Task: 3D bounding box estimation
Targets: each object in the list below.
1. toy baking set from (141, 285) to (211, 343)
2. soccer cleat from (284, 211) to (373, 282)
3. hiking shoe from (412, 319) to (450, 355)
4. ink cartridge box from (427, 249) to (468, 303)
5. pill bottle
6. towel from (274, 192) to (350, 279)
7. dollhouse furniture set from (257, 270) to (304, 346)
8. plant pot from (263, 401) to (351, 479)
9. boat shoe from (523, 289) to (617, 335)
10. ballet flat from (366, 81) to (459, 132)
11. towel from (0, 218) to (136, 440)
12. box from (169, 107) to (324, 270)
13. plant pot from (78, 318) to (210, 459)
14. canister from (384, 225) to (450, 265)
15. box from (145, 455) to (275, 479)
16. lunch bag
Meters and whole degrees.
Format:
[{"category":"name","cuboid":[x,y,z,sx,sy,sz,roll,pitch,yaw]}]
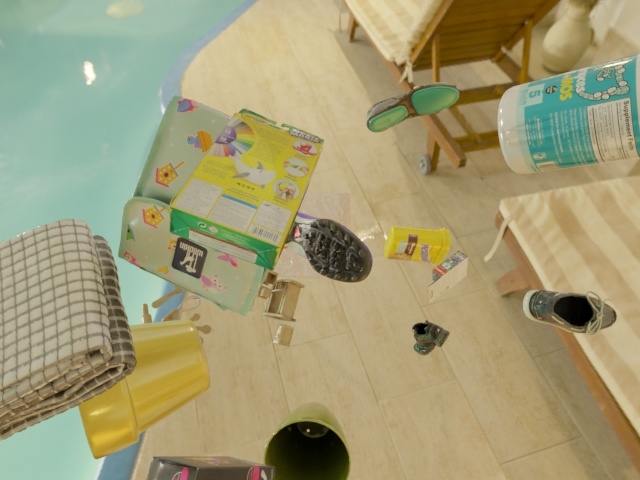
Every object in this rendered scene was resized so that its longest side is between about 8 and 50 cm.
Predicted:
[{"category":"toy baking set","cuboid":[-0.449,0.243,1.356,0.197,0.030,0.256,-4,54,-35]},{"category":"soccer cleat","cuboid":[0.000,0.000,0.919,0.318,0.108,0.116,22,12,42]},{"category":"hiking shoe","cuboid":[0.390,0.353,1.648,0.114,0.227,0.086,41,60,9]},{"category":"ink cartridge box","cuboid":[0.255,0.076,0.912,0.115,0.062,0.029,-32,47,-17]},{"category":"pill bottle","cuboid":[0.418,-0.187,0.656,0.264,0.146,0.146,-3,42,41]},{"category":"towel","cuboid":[-0.038,-0.016,1.706,0.317,0.053,0.331,2,92,20]},{"category":"dollhouse furniture set","cuboid":[-0.153,0.186,1.241,0.101,0.161,0.181,-3,66,42]},{"category":"plant pot","cuboid":[-0.033,0.677,1.511,0.275,0.293,0.274,0,94,4]},{"category":"boat shoe","cuboid":[0.560,0.153,0.956,0.255,0.079,0.095,17,83,-21]},{"category":"ballet flat","cuboid":[0.108,-0.168,0.536,0.114,0.041,0.041,-18,48,17]},{"category":"towel","cuboid":[-0.405,0.129,0.589,0.284,0.121,0.235,-27,58,-4]},{"category":"box","cuboid":[-0.065,-0.063,0.446,0.105,0.043,0.179,21,50,-2]},{"category":"plant pot","cuboid":[-0.370,0.277,0.918,0.239,0.254,0.254,-13,49,-29]},{"category":"canister","cuboid":[0.288,0.014,1.332,0.170,0.126,0.073,5,53,-3]},{"category":"box","cuboid":[-0.243,0.573,0.970,0.143,0.270,0.165,-5,65,31]},{"category":"lunch bag","cuboid":[-0.154,-0.043,0.657,0.224,0.160,0.262,25,90,-3]}]
